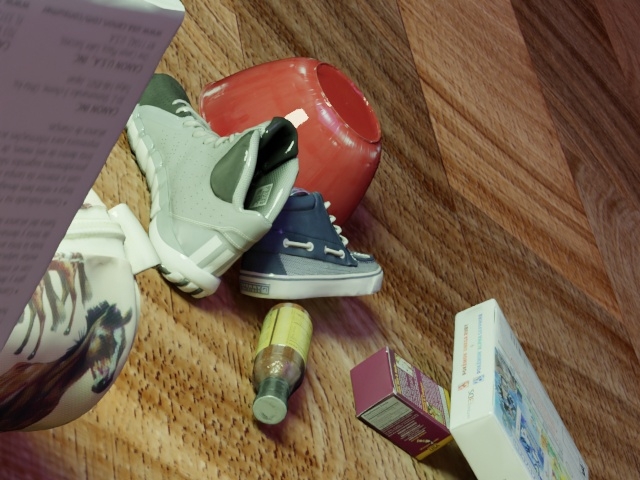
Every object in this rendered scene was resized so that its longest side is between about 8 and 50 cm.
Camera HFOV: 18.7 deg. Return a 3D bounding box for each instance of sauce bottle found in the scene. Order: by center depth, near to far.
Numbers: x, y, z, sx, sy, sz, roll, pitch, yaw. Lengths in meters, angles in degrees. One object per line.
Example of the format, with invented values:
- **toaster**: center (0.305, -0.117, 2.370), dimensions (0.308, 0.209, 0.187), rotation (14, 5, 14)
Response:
- **sauce bottle**: center (-0.032, 0.095, 1.479), dimensions (0.042, 0.042, 0.128), rotation (46, 26, -17)

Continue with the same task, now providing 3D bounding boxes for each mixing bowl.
- **mixing bowl**: center (-0.010, -0.094, 1.720), dimensions (0.181, 0.098, 0.181), rotation (43, 25, -25)

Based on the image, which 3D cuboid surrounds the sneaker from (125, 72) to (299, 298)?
- **sneaker**: center (-0.074, -0.070, 1.515), dimensions (0.086, 0.132, 0.229), rotation (32, 31, -41)

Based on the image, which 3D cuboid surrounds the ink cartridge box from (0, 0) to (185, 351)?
- **ink cartridge box**: center (-0.249, 0.031, 0.767), dimensions (0.091, 0.385, 0.308), rotation (38, 16, 24)

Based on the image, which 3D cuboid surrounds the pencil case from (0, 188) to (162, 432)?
- **pencil case**: center (-0.253, 0.019, 0.971), dimensions (0.410, 0.183, 0.160), rotation (7, 64, -61)

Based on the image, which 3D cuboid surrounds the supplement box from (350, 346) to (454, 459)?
- **supplement box**: center (0.069, 0.135, 1.608), dimensions (0.083, 0.043, 0.055), rotation (38, 29, -34)

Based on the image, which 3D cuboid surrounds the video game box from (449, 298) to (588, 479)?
- **video game box**: center (0.176, 0.182, 1.690), dimensions (0.205, 0.048, 0.187), rotation (60, 16, -22)

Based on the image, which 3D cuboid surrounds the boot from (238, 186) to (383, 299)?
- **boot**: center (0.000, 0.000, 1.596), dimensions (0.190, 0.069, 0.086), rotation (-4, 101, -63)
